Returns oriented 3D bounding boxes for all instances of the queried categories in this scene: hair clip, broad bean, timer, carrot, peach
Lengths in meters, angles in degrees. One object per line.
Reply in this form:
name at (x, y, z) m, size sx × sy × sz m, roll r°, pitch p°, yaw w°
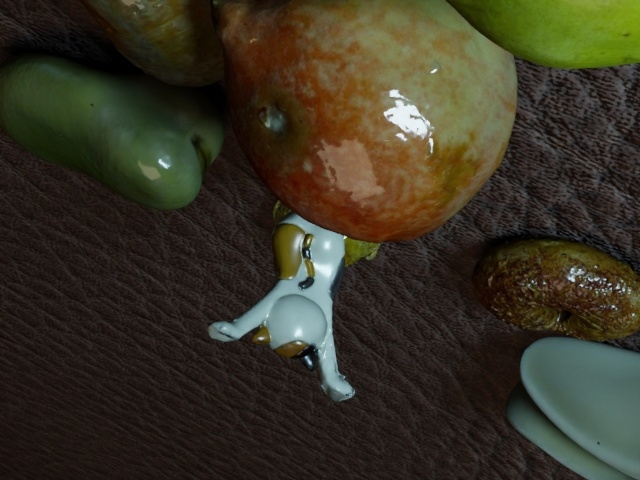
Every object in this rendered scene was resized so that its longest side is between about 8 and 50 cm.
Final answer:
hair clip at (0.330, 0.189, 1.615) m, size 0.282 × 0.172 × 0.113 m, roll 16°, pitch 147°, yaw 27°
broad bean at (-0.212, -0.115, 1.454) m, size 0.263 × 0.121 × 0.189 m, roll 23°, pitch 162°, yaw 27°
timer at (0.000, 0.000, 1.339) m, size 0.175 × 0.266 × 0.175 m, roll 15°, pitch 153°, yaw 8°
carrot at (-0.154, -0.241, 1.139) m, size 0.139 × 0.138 × 0.302 m, roll -3°, pitch 146°, yaw 37°
peach at (0.024, -0.124, 1.139) m, size 0.257 × 0.232 × 0.232 m, roll 17°, pitch 156°, yaw -21°

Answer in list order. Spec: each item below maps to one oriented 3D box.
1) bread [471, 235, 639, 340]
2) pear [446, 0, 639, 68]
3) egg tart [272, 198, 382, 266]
bread at (0.248, 0.057, 1.517) m, size 0.193 × 0.064 × 0.193 m, roll 14°, pitch 156°, yaw 6°
pear at (0.164, -0.210, 0.904) m, size 0.269 × 0.212 × 0.212 m, roll 27°, pitch 158°, yaw 23°
egg tart at (0.007, -0.007, 1.562) m, size 0.130 × 0.052 × 0.130 m, roll 13°, pitch 150°, yaw 8°
